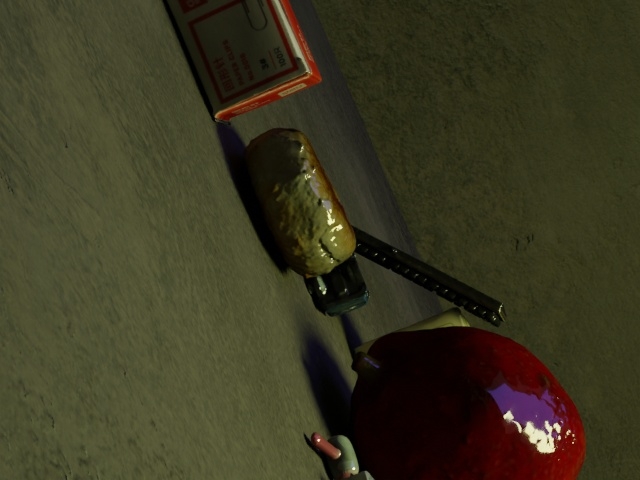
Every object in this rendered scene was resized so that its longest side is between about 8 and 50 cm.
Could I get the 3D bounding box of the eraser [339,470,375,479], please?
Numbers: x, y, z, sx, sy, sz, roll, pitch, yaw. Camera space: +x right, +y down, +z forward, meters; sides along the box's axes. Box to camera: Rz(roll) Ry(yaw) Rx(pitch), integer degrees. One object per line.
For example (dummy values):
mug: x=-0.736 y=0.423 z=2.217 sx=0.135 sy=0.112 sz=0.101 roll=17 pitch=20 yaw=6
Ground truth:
eraser: x=0.072 y=0.327 z=1.615 sx=0.212 sy=0.046 sz=0.092 roll=57 pitch=15 yaw=-54

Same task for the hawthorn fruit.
hawthorn fruit: x=0.150 y=0.214 z=1.772 sx=0.307 sy=0.265 sz=0.265 roll=41 pitch=18 yaw=-20

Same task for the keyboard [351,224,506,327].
keyboard: x=0.106 y=0.032 z=2.062 sx=0.317 sy=0.027 sz=0.106 roll=28 pitch=-6 yaw=16

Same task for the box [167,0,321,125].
box: x=-0.093 y=-0.245 z=1.808 sx=0.099 sy=0.133 sz=0.182 roll=-5 pitch=74 yaw=-80

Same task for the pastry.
pastry: x=-0.028 y=-0.048 z=1.830 sx=0.192 sy=0.093 sz=0.182 roll=-71 pitch=137 yaw=-84

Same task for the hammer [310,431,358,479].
hammer: x=0.011 y=0.219 z=1.588 sx=0.083 sy=0.031 sz=0.052 roll=46 pitch=18 yaw=-52

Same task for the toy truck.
toy truck: x=0.000 y=0.000 z=1.991 sx=0.088 sy=0.074 sz=0.202 roll=71 pitch=-2 yaw=-72

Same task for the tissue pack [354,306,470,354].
tissue pack: x=0.160 y=0.233 z=2.041 sx=0.125 sy=0.159 sz=0.234 roll=51 pitch=18 yaw=-59
